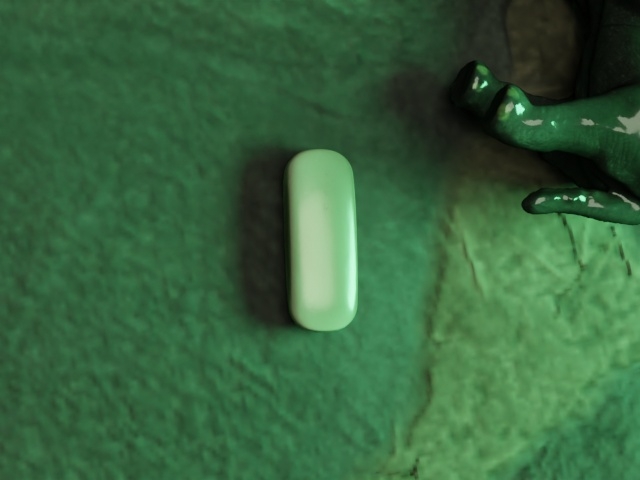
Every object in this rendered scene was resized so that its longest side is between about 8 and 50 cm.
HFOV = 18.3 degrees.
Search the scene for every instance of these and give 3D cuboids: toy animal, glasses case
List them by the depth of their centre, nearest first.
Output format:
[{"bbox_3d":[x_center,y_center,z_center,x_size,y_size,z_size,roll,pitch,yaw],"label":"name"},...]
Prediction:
[{"bbox_3d":[0.000,0.000,0.901,0.032,0.021,0.083,-1,83,-15],"label":"glasses case"},{"bbox_3d":[0.150,-0.128,0.926,0.137,0.082,0.269,27,74,-12],"label":"toy animal"}]
